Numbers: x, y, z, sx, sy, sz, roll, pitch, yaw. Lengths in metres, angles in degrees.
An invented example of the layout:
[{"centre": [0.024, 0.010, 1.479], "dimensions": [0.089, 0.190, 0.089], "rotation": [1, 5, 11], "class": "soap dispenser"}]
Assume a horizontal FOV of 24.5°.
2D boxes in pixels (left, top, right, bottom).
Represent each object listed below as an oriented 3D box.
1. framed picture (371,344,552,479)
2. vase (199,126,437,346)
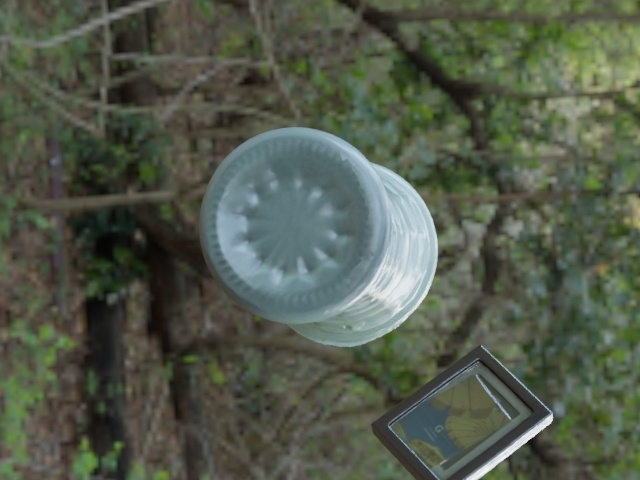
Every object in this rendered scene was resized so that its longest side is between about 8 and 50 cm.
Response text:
[{"centre": [0.163, 0.210, 1.702], "dimensions": [0.128, 0.168, 0.023], "rotation": [44, -21, 34], "class": "framed picture"}, {"centre": [0.000, 0.000, 0.976], "dimensions": [0.299, 0.143, 0.143], "rotation": [26, 60, -82], "class": "vase"}]
